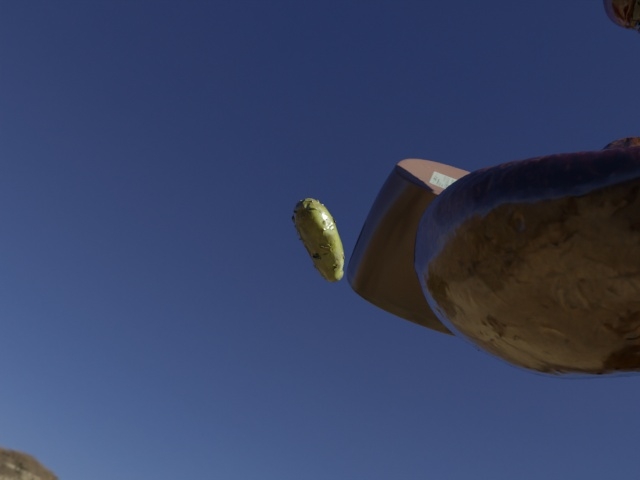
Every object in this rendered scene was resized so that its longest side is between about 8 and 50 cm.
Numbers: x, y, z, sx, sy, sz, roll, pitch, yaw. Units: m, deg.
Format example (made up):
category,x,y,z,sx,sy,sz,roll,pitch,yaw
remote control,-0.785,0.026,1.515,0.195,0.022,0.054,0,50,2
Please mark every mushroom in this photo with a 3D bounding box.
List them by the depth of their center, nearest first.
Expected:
category,x,y,z,sx,sy,sz,roll,pitch,yaw
mushroom,0.252,0.020,0.603,0.344,0.239,0.345,-21,-17,-7

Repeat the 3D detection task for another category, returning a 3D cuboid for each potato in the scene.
category,x,y,z,sx,sy,sz,roll,pitch,yaw
potato,0.000,0.000,1.802,0.117,0.090,0.226,12,-52,65

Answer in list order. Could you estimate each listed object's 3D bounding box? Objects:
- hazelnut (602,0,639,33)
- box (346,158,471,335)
category,x,y,z,sx,sy,sz,roll,pitch,yaw
hazelnut,0.528,-0.376,1.080,0.204,0.178,0.178,32,-26,27
box,0.212,0.003,1.250,0.300,0.301,0.216,20,-68,4
